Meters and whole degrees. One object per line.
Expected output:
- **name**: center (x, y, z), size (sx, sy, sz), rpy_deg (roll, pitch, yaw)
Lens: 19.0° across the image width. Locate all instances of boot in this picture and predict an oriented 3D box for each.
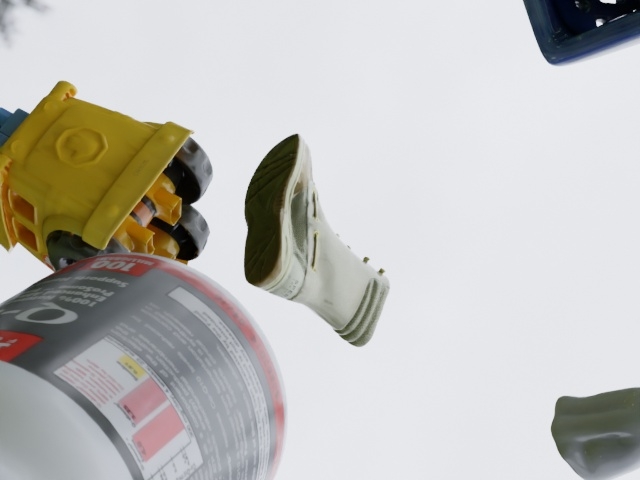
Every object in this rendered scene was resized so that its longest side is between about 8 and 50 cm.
- **boot**: center (0.000, 0.000, 2.058), size (0.077, 0.165, 0.213), rpy_deg (-34, -144, 34)

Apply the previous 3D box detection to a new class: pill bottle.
- **pill bottle**: center (-0.169, 0.146, 1.116), size (0.210, 0.210, 0.363), rpy_deg (-56, 173, 21)

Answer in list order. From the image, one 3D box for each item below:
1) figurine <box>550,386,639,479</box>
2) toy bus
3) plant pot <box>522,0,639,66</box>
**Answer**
- **figurine**: center (0.301, 0.199, 1.647), size (0.209, 0.092, 0.215), rpy_deg (-18, -143, 34)
- **toy bus**: center (-0.216, -0.027, 1.627), size (0.149, 0.211, 0.220), rpy_deg (-57, 165, -30)
- **plant pot**: center (0.271, -0.270, 1.357), size (0.236, 0.212, 0.236), rpy_deg (-20, -95, 42)
